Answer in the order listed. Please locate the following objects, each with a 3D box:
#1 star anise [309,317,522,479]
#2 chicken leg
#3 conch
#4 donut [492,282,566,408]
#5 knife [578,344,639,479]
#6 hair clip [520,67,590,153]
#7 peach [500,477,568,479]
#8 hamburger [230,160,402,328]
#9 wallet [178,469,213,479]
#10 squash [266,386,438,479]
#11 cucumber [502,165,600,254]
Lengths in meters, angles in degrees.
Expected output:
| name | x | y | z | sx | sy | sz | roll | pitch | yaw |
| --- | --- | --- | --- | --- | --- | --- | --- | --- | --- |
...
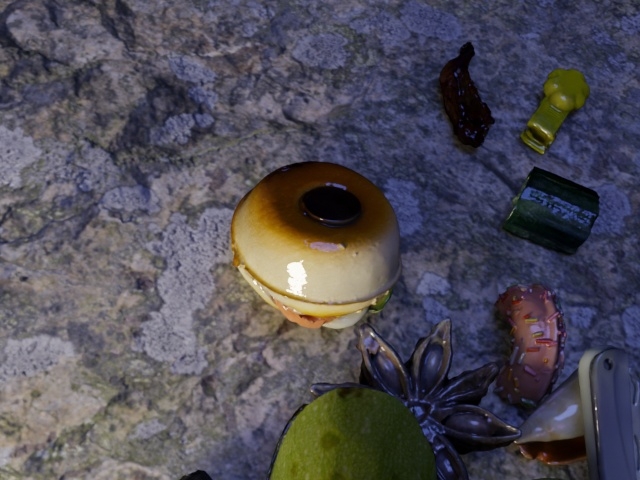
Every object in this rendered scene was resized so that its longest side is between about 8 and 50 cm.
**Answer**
| name | x | y | z | sx | sy | sz | roll | pitch | yaw |
| --- | --- | --- | --- | --- | --- | --- | --- | --- | --- |
| star anise | 0.109 | 0.214 | 1.250 | 0.235 | 0.109 | 0.223 | -5 | 64 | -1 |
| chicken leg | 0.214 | -0.222 | 1.591 | 0.093 | 0.053 | 0.205 | 13 | 60 | -33 |
| conch | 0.319 | 0.219 | 1.304 | 0.176 | 0.104 | 0.094 | -35 | 52 | -28 |
| donut | 0.262 | 0.119 | 1.341 | 0.065 | 0.117 | 0.166 | 8 | 56 | -14 |
| knife | 0.347 | 0.255 | 1.248 | 0.073 | 0.040 | 0.266 | -3 | 88 | -16 |
| hair clip | 0.356 | -0.207 | 1.616 | 0.072 | 0.046 | 0.173 | 36 | 55 | 6 |
| peach | 0.206 | 0.379 | 1.059 | 0.247 | 0.292 | 0.292 | -4 | 50 | 29 |
| hamburger | -0.004 | 0.000 | 1.337 | 0.236 | 0.147 | 0.237 | 8 | 44 | -8 |
| wallet | -0.108 | 0.372 | 1.133 | 0.149 | 0.044 | 0.250 | -38 | 73 | -26 |
| squash | 0.034 | 0.242 | 1.147 | 0.191 | 0.085 | 0.184 | 5 | 72 | 5 |
| cucumber | 0.327 | -0.051 | 1.501 | 0.115 | 0.062 | 0.116 | 23 | 57 | -3 |
